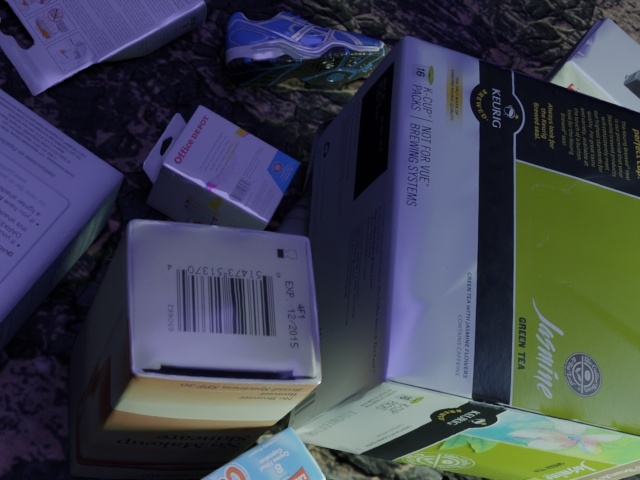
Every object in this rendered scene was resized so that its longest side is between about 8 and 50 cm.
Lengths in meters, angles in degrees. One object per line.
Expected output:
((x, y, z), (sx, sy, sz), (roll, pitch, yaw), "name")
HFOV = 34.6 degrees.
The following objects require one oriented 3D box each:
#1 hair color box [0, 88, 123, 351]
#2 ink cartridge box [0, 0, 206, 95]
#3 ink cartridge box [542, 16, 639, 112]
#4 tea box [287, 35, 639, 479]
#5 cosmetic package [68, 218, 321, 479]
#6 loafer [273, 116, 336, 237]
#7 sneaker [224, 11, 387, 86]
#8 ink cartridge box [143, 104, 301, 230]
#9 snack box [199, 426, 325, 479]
((-0.364, 0.037, 0.924), (0.185, 0.113, 0.374), (35, 55, -2), "hair color box")
((-0.272, -0.277, 1.180), (0.224, 0.056, 0.181), (-33, 80, -14), "ink cartridge box")
((0.371, -0.105, 1.259), (0.273, 0.197, 0.114), (43, 56, 3), "ink cartridge box")
((0.165, 0.037, 0.968), (0.323, 0.220, 0.329), (15, 63, -17), "tea box")
((-0.121, 0.108, 0.879), (0.153, 0.296, 0.129), (4, 63, -19), "cosmetic package")
((0.000, 0.000, 1.098), (0.111, 0.112, 0.319), (17, 59, -24), "loafer")
((-0.016, -0.237, 1.236), (0.211, 0.080, 0.081), (-3, 68, -26), "sneaker")
((-0.112, -0.065, 1.097), (0.143, 0.090, 0.092), (30, 56, -4), "ink cartridge box")
((-0.163, 0.274, 0.837), (0.322, 0.187, 0.060), (-26, 76, -31), "snack box")
